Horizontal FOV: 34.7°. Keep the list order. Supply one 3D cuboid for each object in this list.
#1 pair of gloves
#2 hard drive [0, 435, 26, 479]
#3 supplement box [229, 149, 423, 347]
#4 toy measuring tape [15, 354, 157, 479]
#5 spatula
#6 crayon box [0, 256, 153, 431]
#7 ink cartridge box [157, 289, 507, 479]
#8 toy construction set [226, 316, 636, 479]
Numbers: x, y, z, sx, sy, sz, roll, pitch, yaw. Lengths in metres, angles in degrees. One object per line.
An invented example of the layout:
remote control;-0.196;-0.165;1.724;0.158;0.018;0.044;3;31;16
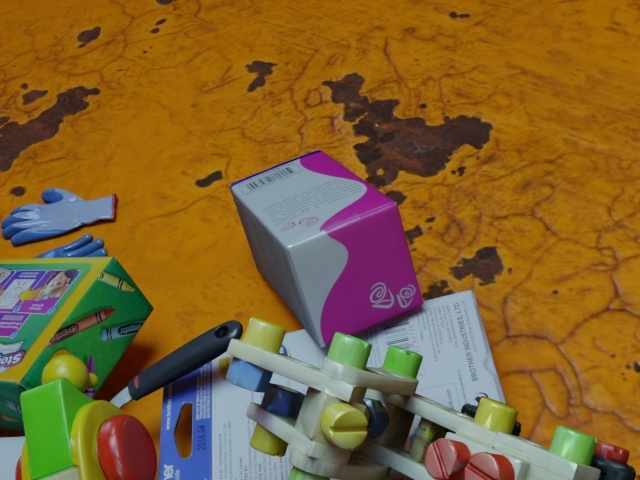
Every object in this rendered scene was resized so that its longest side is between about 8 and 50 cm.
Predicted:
pair of gloves;-0.326;-0.001;1.245;0.159;0.023;0.198;-11;43;8
hard drive;-0.413;0.287;0.934;0.318;0.040;0.210;-5;53;14
supplement box;0.000;0.000;1.012;0.111;0.114;0.220;-22;22;-11
toy measuring tape;-0.187;0.255;0.868;0.121;0.121;0.330;-16;68;2
spatula;-0.188;0.158;0.966;0.296;0.030;0.084;-36;39;19
crayon box;-0.328;0.102;1.052;0.278;0.081;0.165;-1;43;35
ink cartridge box;0.009;0.160;0.927;0.311;0.065;0.186;-12;42;4
toy construction set;0.091;0.164;0.710;0.327;0.215;0.151;37;101;46
